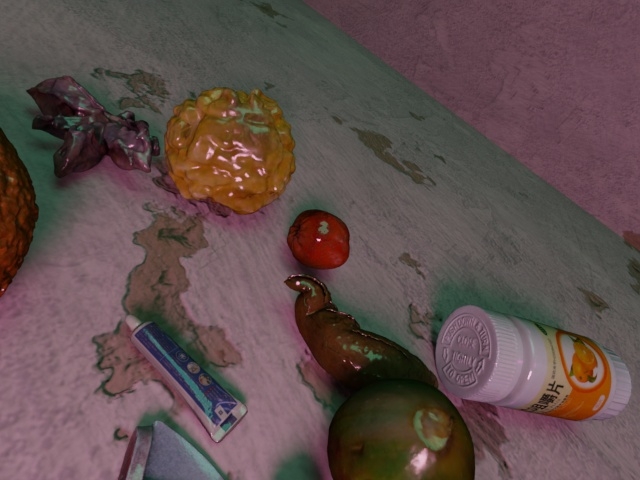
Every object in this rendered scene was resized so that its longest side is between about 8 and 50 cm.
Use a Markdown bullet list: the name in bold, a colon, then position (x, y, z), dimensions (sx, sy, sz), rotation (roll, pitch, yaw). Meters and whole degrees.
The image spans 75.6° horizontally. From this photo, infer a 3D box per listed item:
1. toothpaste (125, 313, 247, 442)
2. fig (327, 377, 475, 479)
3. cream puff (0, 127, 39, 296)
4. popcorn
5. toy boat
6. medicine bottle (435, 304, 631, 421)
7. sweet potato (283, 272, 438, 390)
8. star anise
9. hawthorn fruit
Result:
- **toothpaste**: position (-0.176, 0.162, 0.516), dimensions (0.197, 0.035, 0.057), rotation (42, 43, 9)
- **fig**: position (0.100, 0.247, 0.487), dimensions (0.181, 0.191, 0.181), rotation (6, 53, -8)
- **cream puff**: position (-0.449, -0.026, 0.399), dimensions (0.303, 0.212, 0.303), rotation (20, 45, -22)
- **popcorn**: position (-0.166, -0.170, 0.783), dimensions (0.249, 0.249, 0.225), rotation (14, 10, -22)
- **toy boat**: position (-0.148, 0.249, 0.444), dimensions (0.122, 0.034, 0.096), rotation (24, 35, -24)
- **medicine bottle**: position (0.381, 0.225, 0.735), dimensions (0.318, 0.158, 0.158), rotation (16, 38, -19)
- **sweet potato**: position (0.059, 0.168, 0.628), dimensions (0.310, 0.098, 0.124), rotation (35, 29, 0)
- **star anise**: position (-0.387, -0.195, 0.727), dimensions (0.198, 0.110, 0.257), rotation (-4, 42, -38)
- **hawthorn fruit**: position (0.000, 0.000, 0.765), dimensions (0.128, 0.128, 0.128), rotation (19, 37, -16)
